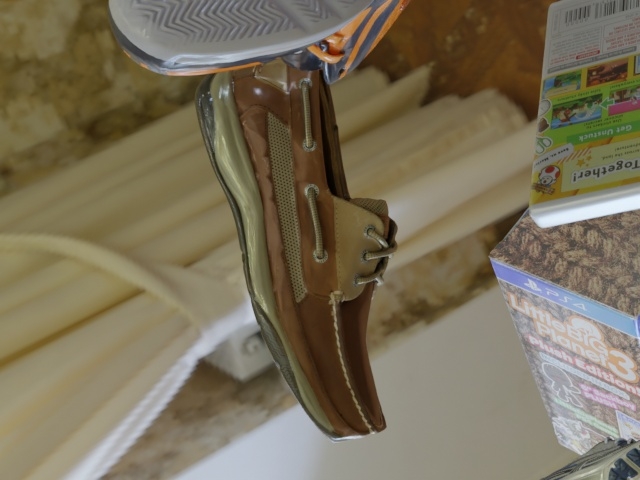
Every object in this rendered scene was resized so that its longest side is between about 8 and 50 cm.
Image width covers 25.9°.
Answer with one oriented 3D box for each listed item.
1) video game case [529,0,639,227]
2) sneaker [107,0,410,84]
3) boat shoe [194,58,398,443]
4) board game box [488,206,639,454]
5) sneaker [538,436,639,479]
[{"bbox_3d":[0.262,-0.117,0.985,0.227,0.206,0.026,-12,140,31],"label":"video game case"},{"bbox_3d":[-0.015,-0.157,0.926,0.124,0.321,0.180,51,145,12],"label":"sneaker"},{"bbox_3d":[0.000,0.000,1.126,0.122,0.120,0.324,-7,-101,-80],"label":"boat shoe"},{"bbox_3d":[0.297,0.044,1.202,0.141,0.232,0.291,25,155,38],"label":"board game box"},{"bbox_3d":[0.168,0.126,0.756,0.135,0.058,0.052,-24,103,23],"label":"sneaker"}]
